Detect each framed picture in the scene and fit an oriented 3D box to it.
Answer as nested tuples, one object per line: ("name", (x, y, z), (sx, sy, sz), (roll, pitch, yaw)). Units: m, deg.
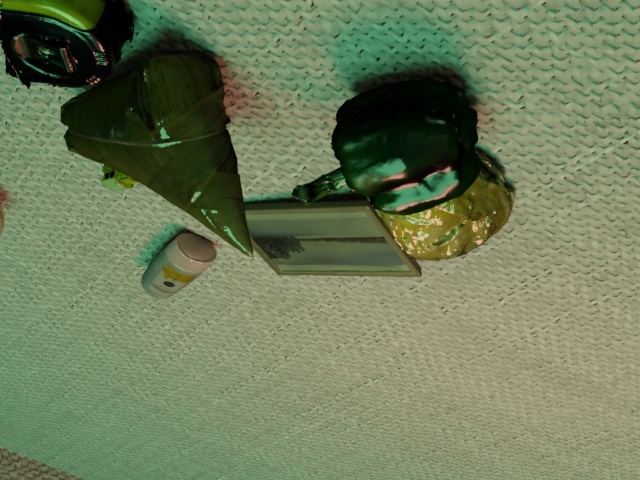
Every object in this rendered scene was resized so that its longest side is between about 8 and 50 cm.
("framed picture", (0.000, 0.000, 1.906), (0.289, 0.016, 0.213), (0, 147, 32))

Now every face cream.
("face cream", (-0.261, 0.049, 2.085), (0.084, 0.057, 0.198), (25, 149, -18))

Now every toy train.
("toy train", (-0.234, -0.132, 1.743), (0.249, 0.085, 0.053), (-12, 157, 38))

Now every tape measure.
("tape measure", (-0.348, -0.284, 1.514), (0.186, 0.112, 0.199), (6, 150, 12))

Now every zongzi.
("zongzi", (-0.231, -0.094, 1.634), (0.273, 0.145, 0.300), (-14, 97, 44))

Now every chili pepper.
("chili pepper", (0.083, -0.119, 1.541), (0.261, 0.165, 0.174), (-12, 159, 33))

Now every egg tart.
("egg tart", (0.169, -0.045, 1.700), (0.231, 0.098, 0.252), (12, 147, -2))

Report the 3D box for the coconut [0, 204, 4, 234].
("coconut", (-0.626, -0.040, 2.048), (0.110, 0.110, 0.124), (38, 165, -34))
